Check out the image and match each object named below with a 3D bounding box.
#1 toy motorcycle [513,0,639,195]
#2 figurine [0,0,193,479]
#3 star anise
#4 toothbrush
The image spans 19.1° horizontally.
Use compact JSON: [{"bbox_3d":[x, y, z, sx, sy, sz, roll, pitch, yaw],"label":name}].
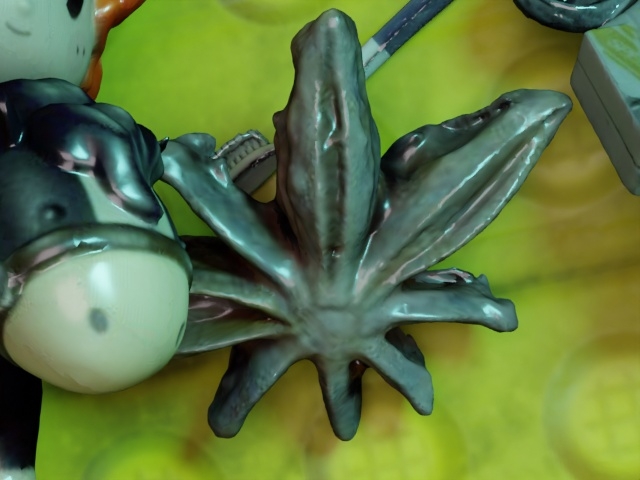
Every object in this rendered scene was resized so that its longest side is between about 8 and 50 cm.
[{"bbox_3d":[0.197,-0.082,0.917,0.152,0.073,0.225,-19,57,-20],"label":"toy motorcycle"},{"bbox_3d":[-0.186,-0.041,0.882,0.306,0.241,0.412,-50,44,39],"label":"figurine"},{"bbox_3d":[0.004,-0.003,0.952,0.198,0.110,0.257,34,111,-16],"label":"star anise"},{"bbox_3d":[0.048,-0.117,0.992,0.288,0.024,0.026,-41,69,7],"label":"toothbrush"}]
